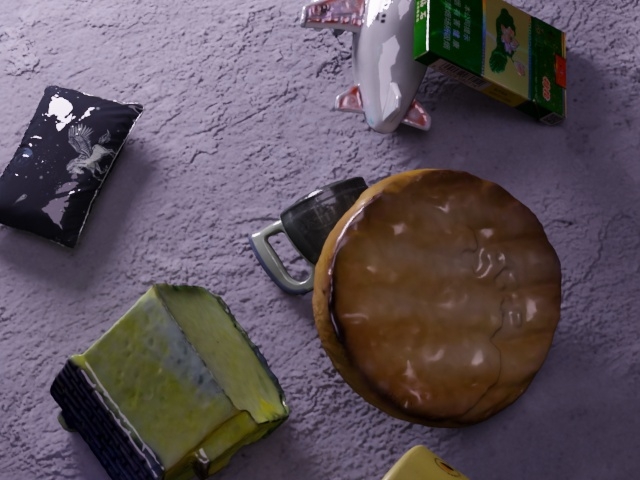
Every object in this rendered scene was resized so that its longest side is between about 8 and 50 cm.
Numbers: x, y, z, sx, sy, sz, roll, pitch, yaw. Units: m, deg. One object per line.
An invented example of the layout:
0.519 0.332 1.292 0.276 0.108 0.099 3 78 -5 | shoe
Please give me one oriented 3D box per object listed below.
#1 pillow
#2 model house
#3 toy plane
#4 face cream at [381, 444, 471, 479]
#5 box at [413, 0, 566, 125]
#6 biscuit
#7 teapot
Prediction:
-0.316 -0.096 1.648 0.141 0.055 0.208 15 65 14 | pillow
-0.175 0.185 1.502 0.211 0.170 0.194 -40 79 12 | model house
0.094 -0.250 1.687 0.252 0.118 0.252 4 73 -14 | toy plane
0.110 0.346 1.374 0.179 0.218 0.218 36 70 14 | face cream
0.214 -0.242 1.672 0.235 0.034 0.132 21 60 -32 | box
0.130 0.065 1.533 0.296 0.102 0.296 2 84 -19 | biscuit
0.004 -0.003 1.589 0.149 0.111 0.108 -23 83 -18 | teapot
